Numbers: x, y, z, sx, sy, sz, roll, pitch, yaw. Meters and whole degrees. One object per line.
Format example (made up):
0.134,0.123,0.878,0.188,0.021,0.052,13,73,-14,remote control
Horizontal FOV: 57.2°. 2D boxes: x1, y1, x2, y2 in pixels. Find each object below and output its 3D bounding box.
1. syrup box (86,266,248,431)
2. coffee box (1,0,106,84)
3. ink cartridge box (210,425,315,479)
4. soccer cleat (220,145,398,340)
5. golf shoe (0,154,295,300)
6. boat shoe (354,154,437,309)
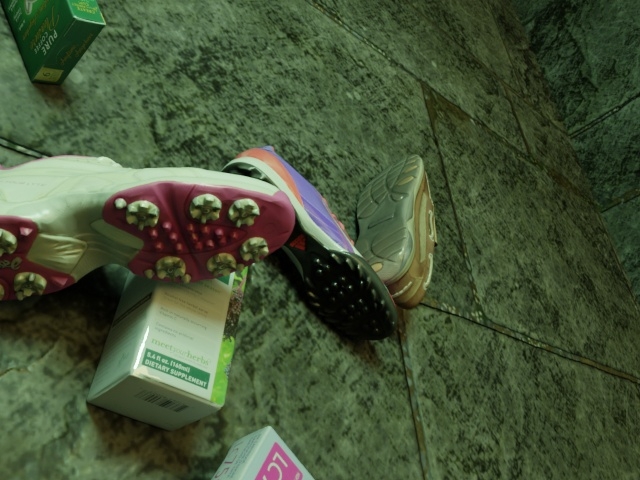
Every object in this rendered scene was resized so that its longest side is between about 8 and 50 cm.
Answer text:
-0.143,0.059,0.601,0.093,0.096,0.237,32,44,-28,syrup box
-0.312,-0.282,0.657,0.040,0.113,0.184,-8,68,-54,coffee box
-0.001,0.335,0.487,0.311,0.065,0.186,55,29,-9,ink cartridge box
0.000,0.000,0.801,0.318,0.108,0.116,46,34,-9,soccer cleat
-0.179,-0.034,0.527,0.306,0.115,0.140,-4,42,-9,golf shoe
0.131,-0.019,0.959,0.116,0.123,0.324,50,37,-27,boat shoe
